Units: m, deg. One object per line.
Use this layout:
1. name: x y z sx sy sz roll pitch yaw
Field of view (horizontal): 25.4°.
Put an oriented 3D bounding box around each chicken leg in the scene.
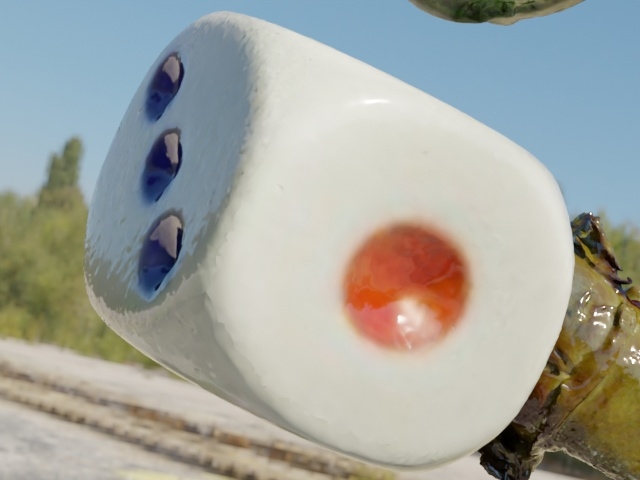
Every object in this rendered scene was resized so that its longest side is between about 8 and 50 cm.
1. chicken leg: 0.243 0.160 1.247 0.211 0.361 0.140 -34 -15 17

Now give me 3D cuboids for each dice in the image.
1. dice: 0.000 0.000 1.148 0.304 0.277 0.304 22 2 -28

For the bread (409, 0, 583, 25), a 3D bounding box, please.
1. bread: 0.175 -0.411 1.419 0.366 0.382 0.129 29 20 31
